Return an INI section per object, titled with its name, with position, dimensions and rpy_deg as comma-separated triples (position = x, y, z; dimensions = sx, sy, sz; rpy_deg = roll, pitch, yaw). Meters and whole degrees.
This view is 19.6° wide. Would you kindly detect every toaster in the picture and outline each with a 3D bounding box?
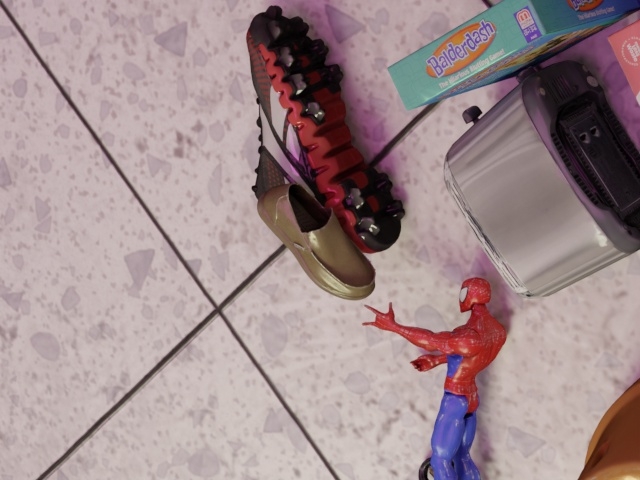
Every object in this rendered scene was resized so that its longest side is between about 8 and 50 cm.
[toaster]
position = 0.223, -0.045, 1.742
dimensions = 0.146, 0.129, 0.227
rpy_deg = -34, 88, 40

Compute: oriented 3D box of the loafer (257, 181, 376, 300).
[loafer]
position = 0.000, 0.000, 1.840
dimensions = 0.148, 0.056, 0.050
rpy_deg = 42, 143, -3

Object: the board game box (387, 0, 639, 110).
[board game box]
position = 0.180, -0.185, 1.678
dimensions = 0.160, 0.210, 0.047
rpy_deg = -27, 87, 36

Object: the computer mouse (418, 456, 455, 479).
[computer mouse]
position = 0.188, 0.318, 1.927
dimensions = 0.071, 0.041, 0.242
rpy_deg = -48, 68, 28

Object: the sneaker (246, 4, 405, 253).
[sneaker]
position = -0.025, -0.100, 1.912
dimensions = 0.135, 0.097, 0.276
rpy_deg = -24, 90, 34

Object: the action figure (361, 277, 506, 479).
[action figure]
position = 0.108, 0.164, 1.890
dimensions = 0.139, 0.091, 0.280
rpy_deg = 18, 104, 29

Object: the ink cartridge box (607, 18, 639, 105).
[ink cartridge box]
position = 0.368, -0.176, 1.638
dimensions = 0.198, 0.067, 0.115
rpy_deg = -28, 86, 36

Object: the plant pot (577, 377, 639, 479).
[plant pot]
position = 0.348, 0.265, 1.693
dimensions = 0.291, 0.203, 0.291
rpy_deg = 10, 109, 31
